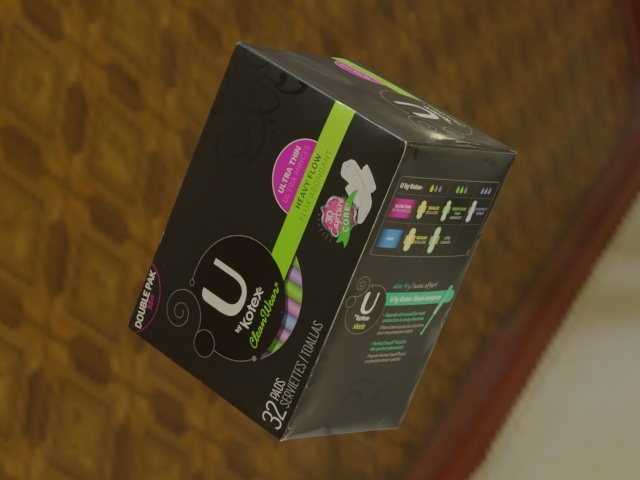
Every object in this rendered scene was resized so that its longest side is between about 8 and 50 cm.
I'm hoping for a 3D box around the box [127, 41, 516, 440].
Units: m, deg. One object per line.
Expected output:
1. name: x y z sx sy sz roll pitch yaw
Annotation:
1. box: 0.000 0.000 0.505 0.052 0.062 0.083 1 116 -52
